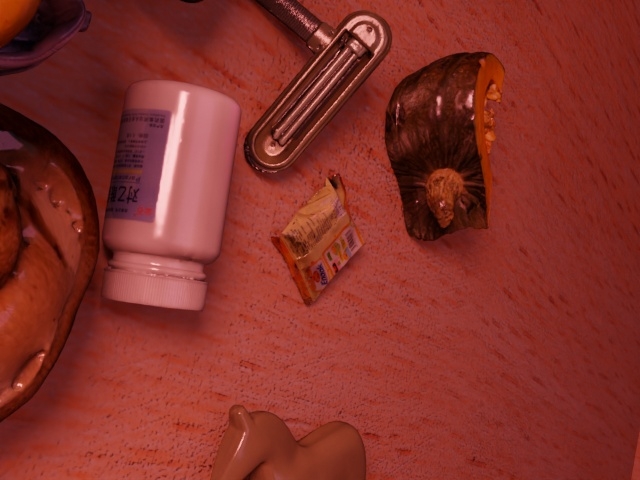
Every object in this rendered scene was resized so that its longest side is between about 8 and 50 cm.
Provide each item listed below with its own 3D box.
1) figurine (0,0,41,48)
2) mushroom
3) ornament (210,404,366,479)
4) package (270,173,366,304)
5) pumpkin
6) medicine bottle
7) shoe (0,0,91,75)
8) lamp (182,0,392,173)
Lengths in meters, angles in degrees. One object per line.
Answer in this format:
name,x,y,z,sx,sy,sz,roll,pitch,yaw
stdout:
figurine,-0.211,-0.296,0.362,0.401,0.268,0.387,29,41,-23
mushroom,-0.253,0.020,0.494,0.253,0.153,0.253,-32,131,-48
ornament,-0.032,0.273,0.896,0.230,0.061,0.244,-16,108,-49
package,0.001,-0.001,0.932,0.120,0.031,0.108,-48,130,-31
pumpkin,0.157,-0.128,1.044,0.126,0.131,0.247,16,76,-61
medicine bottle,-0.131,-0.037,0.694,0.103,0.103,0.186,13,84,-52
shoe,-0.264,-0.142,0.481,0.245,0.138,0.095,-7,96,-52
lamp,-0.082,-0.198,0.759,0.283,0.125,0.203,29,92,-53
